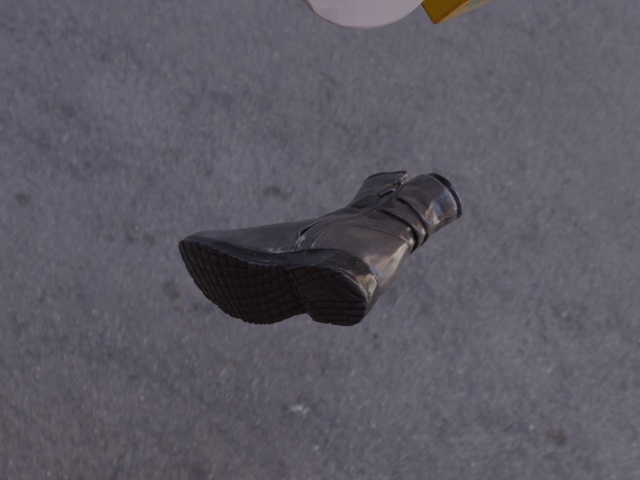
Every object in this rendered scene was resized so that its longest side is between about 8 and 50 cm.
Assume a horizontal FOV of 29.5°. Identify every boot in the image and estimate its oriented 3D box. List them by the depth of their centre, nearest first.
[{"bbox_3d":[0.000,0.000,1.503,0.338,0.118,0.222,9,41,42],"label":"boot"}]

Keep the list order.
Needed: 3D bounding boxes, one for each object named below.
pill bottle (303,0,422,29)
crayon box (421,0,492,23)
[{"bbox_3d":[0.008,-0.310,1.115,0.160,0.160,0.283,-4,34,-14],"label":"pill bottle"},{"bbox_3d":[0.236,-0.358,1.398,0.203,0.323,0.083,-31,89,-44],"label":"crayon box"}]
